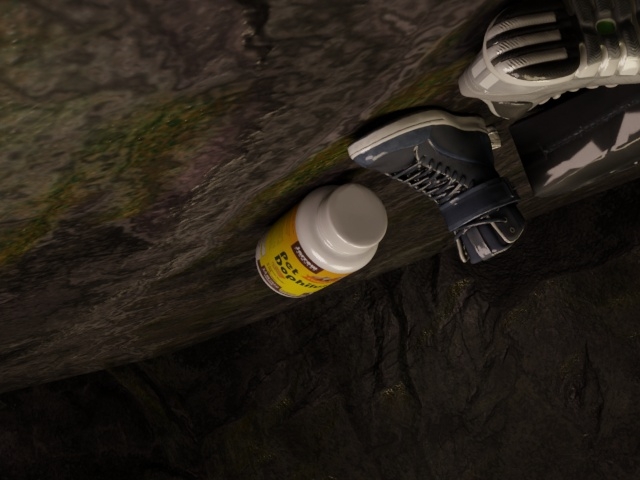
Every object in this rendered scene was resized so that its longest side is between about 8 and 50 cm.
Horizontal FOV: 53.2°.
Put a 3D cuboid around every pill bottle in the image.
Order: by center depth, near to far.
[{"bbox_3d":[0.000,0.000,0.857,0.117,0.117,0.215,-15,170,-30],"label":"pill bottle"}]

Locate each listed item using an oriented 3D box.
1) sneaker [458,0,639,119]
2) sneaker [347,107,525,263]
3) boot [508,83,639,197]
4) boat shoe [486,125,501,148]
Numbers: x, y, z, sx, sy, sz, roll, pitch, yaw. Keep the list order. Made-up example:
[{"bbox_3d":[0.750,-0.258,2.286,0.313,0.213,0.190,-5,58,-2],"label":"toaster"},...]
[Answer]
[{"bbox_3d":[0.222,-0.156,0.543,0.228,0.086,0.132,-7,174,-13],"label":"sneaker"},{"bbox_3d":[0.135,-0.053,0.690,0.226,0.164,0.086,-9,168,-43],"label":"sneaker"},{"bbox_3d":[0.486,-0.177,0.703,0.366,0.146,0.445,2,155,-41],"label":"boot"},{"bbox_3d":[0.188,-0.114,0.836,0.100,0.035,0.035,-24,171,23],"label":"boat shoe"}]
